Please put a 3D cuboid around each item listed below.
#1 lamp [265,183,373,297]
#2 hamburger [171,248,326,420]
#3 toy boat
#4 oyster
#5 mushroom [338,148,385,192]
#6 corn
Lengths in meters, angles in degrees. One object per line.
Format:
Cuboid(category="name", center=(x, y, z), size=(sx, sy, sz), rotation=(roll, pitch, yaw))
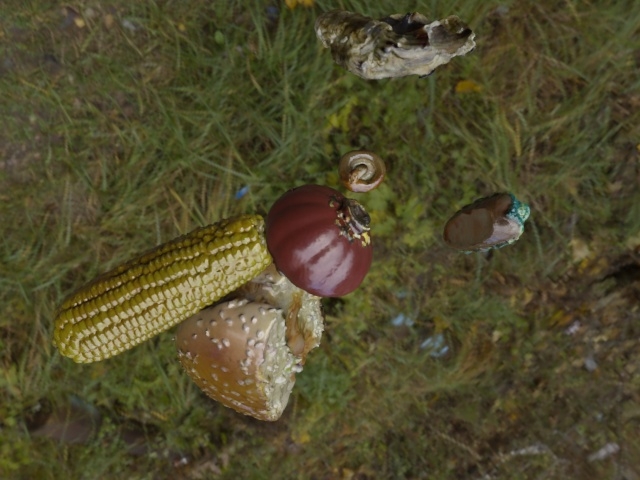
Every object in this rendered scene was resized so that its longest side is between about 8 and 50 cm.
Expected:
Cuboid(category="lamp", center=(0.000, 0.000, 0.640), size=(0.090, 0.101, 0.101), rotation=(-39, 150, 29))
Cuboid(category="hamburger", center=(-0.160, 0.172, 1.482), size=(0.445, 0.287, 0.268), rotation=(77, 34, -64))
Cuboid(category="toy boat", center=(0.314, -0.024, 1.582), size=(0.099, 0.108, 0.293), rotation=(-11, 173, -20))
Cuboid(category="oyster", center=(0.130, -0.375, 1.387), size=(0.294, 0.166, 0.094), rotation=(-6, 142, 10))
Cuboid(category="mushroom", center=(0.068, -0.126, 1.443), size=(0.073, 0.088, 0.129), rotation=(-34, -178, 31))
Cuboid(category="corn", center=(-0.233, 0.069, 1.108), size=(0.363, 0.120, 0.120), rotation=(-29, 147, 8))
